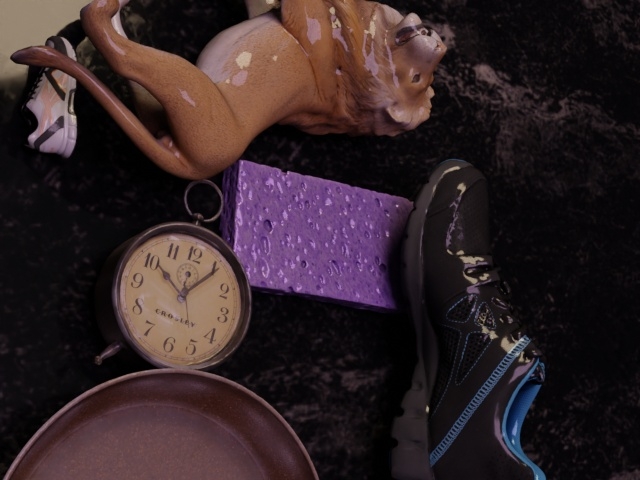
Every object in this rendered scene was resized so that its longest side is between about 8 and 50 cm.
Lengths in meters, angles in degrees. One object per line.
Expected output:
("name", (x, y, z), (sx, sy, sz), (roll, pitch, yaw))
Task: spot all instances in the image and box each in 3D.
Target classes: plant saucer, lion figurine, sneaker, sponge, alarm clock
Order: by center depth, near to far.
("plant saucer", (-0.132, 0.258, 0.990), (0.311, 0.050, 0.310), (4, 82, -35))
("sneaker", (-0.230, -0.125, 1.047), (0.044, 0.040, 0.109), (4, 71, -25))
("alarm clock", (-0.122, 0.035, 1.062), (0.129, 0.064, 0.192), (26, 69, -25))
("lion figurine", (-0.066, -0.147, 1.112), (0.392, 0.142, 0.240), (-33, 106, -31))
("sponge", (0.000, 0.000, 1.182), (0.210, 0.031, 0.117), (12, 72, -34))
("sneaker", (0.153, 0.088, 1.183), (0.125, 0.140, 0.340), (23, 66, -62))
